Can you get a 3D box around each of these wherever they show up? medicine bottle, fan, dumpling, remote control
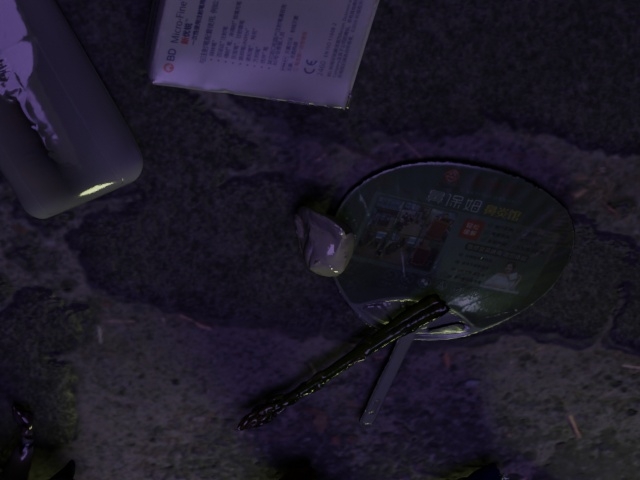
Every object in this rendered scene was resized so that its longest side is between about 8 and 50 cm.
[{"bbox_3d":[-0.037,-0.200,1.228,0.171,0.052,0.201,5,127,-14],"label":"medicine bottle"},{"bbox_3d":[0.080,0.033,1.454,0.294,0.012,0.223,-39,124,19],"label":"fan"},{"bbox_3d":[-0.001,0.002,1.385,0.057,0.076,0.052,19,91,13],"label":"dumpling"},{"bbox_3d":[-0.246,-0.143,1.231,0.109,0.055,0.313,-22,127,7],"label":"remote control"}]

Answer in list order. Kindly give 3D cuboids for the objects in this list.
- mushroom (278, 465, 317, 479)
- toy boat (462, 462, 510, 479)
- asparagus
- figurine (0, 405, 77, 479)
[{"bbox_3d":[0.033,0.343,1.628,0.081,0.100,0.312,3,141,40],"label":"mushroom"},{"bbox_3d":[0.205,0.351,1.665,0.292,0.070,0.210,25,98,-31],"label":"toy boat"},{"bbox_3d":[0.018,0.115,1.488,0.233,0.022,0.023,-34,152,15],"label":"asparagus"},{"bbox_3d":[-0.305,0.304,1.499,0.175,0.197,0.265,9,133,7],"label":"figurine"}]
